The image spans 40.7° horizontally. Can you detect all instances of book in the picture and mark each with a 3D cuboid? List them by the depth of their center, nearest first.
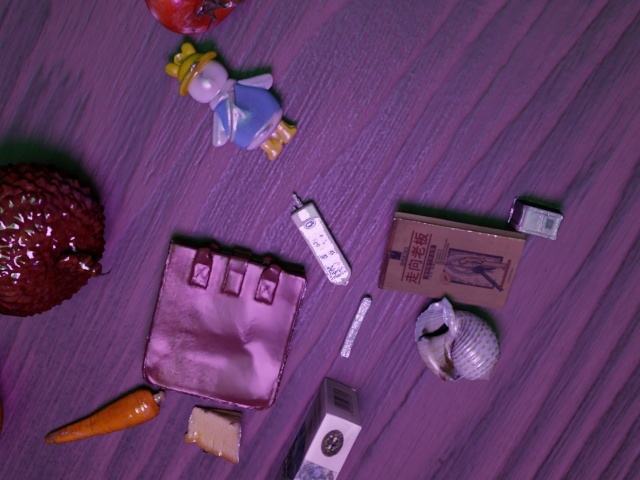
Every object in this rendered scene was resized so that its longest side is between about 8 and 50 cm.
[{"bbox_3d":[0.226,0.036,1.502,0.231,0.026,0.161,10,126,0],"label":"book"}]

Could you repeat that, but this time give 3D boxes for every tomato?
[{"bbox_3d":[-0.204,-0.423,1.376,0.187,0.187,0.151,-28,78,7],"label":"tomato"}]

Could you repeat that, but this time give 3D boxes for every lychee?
[{"bbox_3d":[-0.483,-0.003,1.421,0.300,0.264,0.264,18,102,17],"label":"lychee"}]

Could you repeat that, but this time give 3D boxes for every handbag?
[{"bbox_3d":[-0.172,0.149,1.538,0.260,0.084,0.275,12,102,-1],"label":"handbag"}]

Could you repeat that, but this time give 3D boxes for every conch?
[{"bbox_3d":[0.245,0.183,1.526,0.135,0.102,0.153,-38,66,19],"label":"conch"}]

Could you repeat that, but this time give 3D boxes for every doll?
[{"bbox_3d":[-0.151,-0.237,1.449,0.241,0.099,0.135,39,123,-5],"label":"doll"}]

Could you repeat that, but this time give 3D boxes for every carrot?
[{"bbox_3d":[-0.403,0.335,1.596,0.257,0.061,0.061,-22,101,8],"label":"carrot"}]

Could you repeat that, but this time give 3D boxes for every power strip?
[{"bbox_3d":[0.000,0.000,1.528,0.047,0.030,0.191,-30,100,6],"label":"power strip"}]

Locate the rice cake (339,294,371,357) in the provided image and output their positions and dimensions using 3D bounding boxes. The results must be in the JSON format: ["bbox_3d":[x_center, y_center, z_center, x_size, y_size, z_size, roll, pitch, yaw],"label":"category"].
[{"bbox_3d":[0.065,0.155,1.563,0.021,0.022,0.121,21,101,-4],"label":"rice cake"}]

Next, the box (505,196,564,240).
[{"bbox_3d":[0.374,-0.035,1.496,0.085,0.063,0.060,16,102,-1],"label":"box"}]

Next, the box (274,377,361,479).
[{"bbox_3d":[-0.014,0.395,1.544,0.069,0.164,0.256,24,101,-6],"label":"box"}]

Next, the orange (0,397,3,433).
[{"bbox_3d":[-0.686,0.315,1.492,0.274,0.274,0.274,0,102,1],"label":"orange"}]

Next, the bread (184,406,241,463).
[{"bbox_3d":[-0.196,0.352,1.582,0.109,0.080,0.084,8,100,-3],"label":"bread"}]
